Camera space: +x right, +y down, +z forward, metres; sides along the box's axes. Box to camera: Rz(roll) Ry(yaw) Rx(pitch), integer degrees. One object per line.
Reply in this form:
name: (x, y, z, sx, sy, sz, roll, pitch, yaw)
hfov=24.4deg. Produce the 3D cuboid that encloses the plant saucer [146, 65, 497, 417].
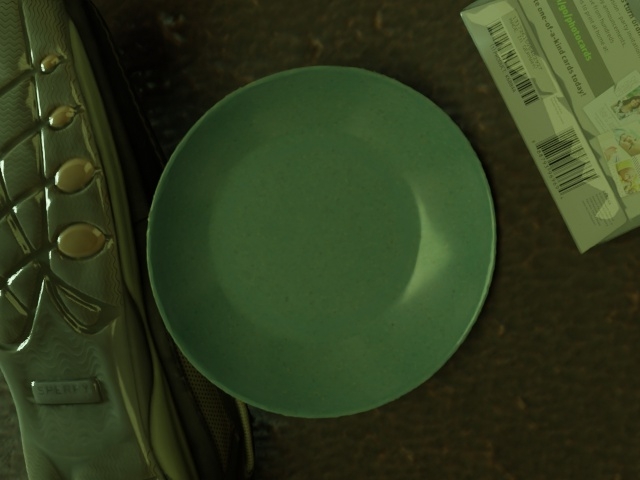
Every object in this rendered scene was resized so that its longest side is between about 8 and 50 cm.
plant saucer: (0.000, 0.000, 0.819, 0.195, 0.037, 0.195, -1, 99, -9)

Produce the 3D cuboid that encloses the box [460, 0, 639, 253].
box: (0.184, -0.097, 0.745, 0.186, 0.038, 0.145, -28, 89, 28)

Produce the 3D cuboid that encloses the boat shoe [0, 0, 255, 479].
boat shoe: (-0.123, 0.025, 0.864, 0.132, 0.130, 0.355, 0, 107, 30)
